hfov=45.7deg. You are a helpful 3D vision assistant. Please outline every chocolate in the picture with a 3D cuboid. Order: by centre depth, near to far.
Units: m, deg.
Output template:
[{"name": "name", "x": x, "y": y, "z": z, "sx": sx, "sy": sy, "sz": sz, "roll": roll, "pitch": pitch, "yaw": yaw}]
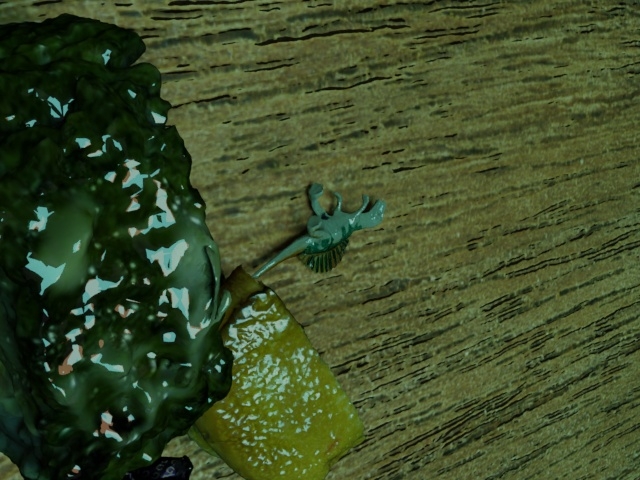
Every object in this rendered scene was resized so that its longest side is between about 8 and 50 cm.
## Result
[{"name": "chocolate", "x": -0.189, "y": 0.216, "z": 0.741, "sx": 0.072, "sy": 0.147, "sz": 0.070, "roll": -53, "pitch": 123, "yaw": -22}]

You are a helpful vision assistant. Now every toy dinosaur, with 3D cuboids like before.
[{"name": "toy dinosaur", "x": 0.002, "y": 0.002, "z": 0.896, "sx": 0.187, "sy": 0.044, "sz": 0.106, "roll": -54, "pitch": 142, "yaw": -15}]

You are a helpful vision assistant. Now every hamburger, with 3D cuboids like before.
[{"name": "hamburger", "x": -0.081, "y": 0.154, "z": 0.809, "sx": 0.156, "sy": 0.144, "sz": 0.283, "roll": -39, "pitch": 118, "yaw": -14}]

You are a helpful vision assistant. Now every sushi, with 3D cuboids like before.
[{"name": "sushi", "x": -0.204, "y": 0.012, "z": 0.584, "sx": 0.178, "sy": 0.294, "sz": 0.352, "roll": -24, "pitch": 113, "yaw": -35}]
